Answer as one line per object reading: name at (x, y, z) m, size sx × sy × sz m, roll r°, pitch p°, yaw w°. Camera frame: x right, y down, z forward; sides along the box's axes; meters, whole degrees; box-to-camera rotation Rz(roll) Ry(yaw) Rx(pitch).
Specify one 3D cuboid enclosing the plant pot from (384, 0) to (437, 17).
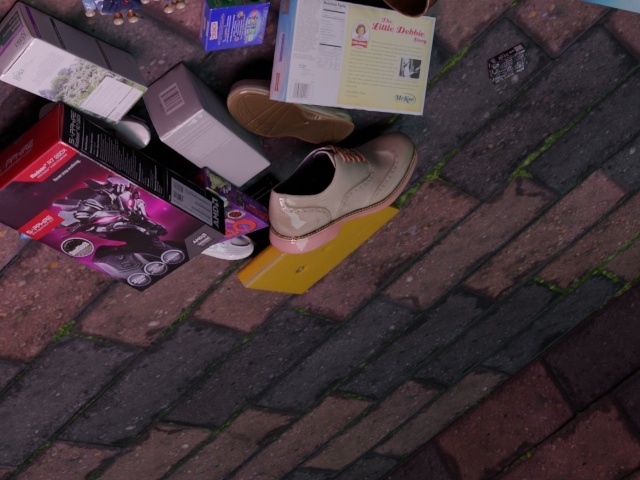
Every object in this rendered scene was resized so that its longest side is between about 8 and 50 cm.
plant pot at (0.189, -0.521, 1.682) m, size 0.230 × 0.215 × 0.215 m, roll -39°, pitch 149°, yaw -12°

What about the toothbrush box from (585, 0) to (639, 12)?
toothbrush box at (0.529, -0.534, 1.878) m, size 0.295 × 0.216 × 0.126 m, roll 2°, pitch 136°, yaw -37°

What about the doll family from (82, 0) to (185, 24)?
doll family at (-0.299, -0.399, 1.577) m, size 0.193 × 0.076 × 0.111 m, roll -20°, pitch 151°, yaw -9°

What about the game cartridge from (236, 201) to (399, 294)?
game cartridge at (0.000, 0.000, 2.303) m, size 0.323 × 0.053 × 0.285 m, roll -42°, pitch 159°, yaw 15°

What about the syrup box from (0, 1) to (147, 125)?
syrup box at (-0.402, -0.278, 1.639) m, size 0.093 × 0.096 × 0.236 m, roll -44°, pitch 144°, yaw 21°

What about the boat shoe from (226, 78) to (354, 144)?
boat shoe at (-0.061, -0.258, 1.923) m, size 0.302 × 0.098 × 0.109 m, roll 8°, pitch 146°, yaw -45°

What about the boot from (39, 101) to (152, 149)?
boot at (-0.387, -0.202, 1.781) m, size 0.189 × 0.086 × 0.069 m, roll 15°, pitch 107°, yaw -9°

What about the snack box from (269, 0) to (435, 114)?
snack box at (0.064, -0.333, 1.862) m, size 0.321 × 0.060 × 0.187 m, roll 0°, pitch 102°, yaw -37°

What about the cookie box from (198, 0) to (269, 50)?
cookie box at (-0.148, -0.375, 1.748) m, size 0.107 × 0.040 × 0.092 m, roll -13°, pitch 144°, yaw -24°

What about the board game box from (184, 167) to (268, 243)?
board game box at (-0.299, -0.030, 1.985) m, size 0.346 × 0.056 × 0.208 m, roll -19°, pitch 156°, yaw 26°

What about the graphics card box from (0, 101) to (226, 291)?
graphics card box at (-0.371, -0.061, 1.766) m, size 0.232 × 0.094 × 0.371 m, roll -32°, pitch 137°, yaw 27°

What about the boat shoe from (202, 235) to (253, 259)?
boat shoe at (-0.219, -0.010, 2.160) m, size 0.184 × 0.066 × 0.063 m, roll 14°, pitch 130°, yaw -24°

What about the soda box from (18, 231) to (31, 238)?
soda box at (-0.492, -0.098, 1.836) m, size 0.067 × 0.071 × 0.210 m, roll -1°, pitch 138°, yaw -32°

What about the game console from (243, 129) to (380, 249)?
game console at (-0.015, -0.115, 2.196) m, size 0.361 × 0.044 × 0.213 m, roll -36°, pitch 146°, yaw 10°

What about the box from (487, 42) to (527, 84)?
box at (0.397, -0.373, 2.176) m, size 0.083 × 0.018 × 0.067 m, roll -28°, pitch 147°, yaw -2°

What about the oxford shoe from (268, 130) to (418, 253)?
oxford shoe at (0.055, -0.128, 2.022) m, size 0.397 × 0.140 × 0.147 m, roll -40°, pitch 139°, yaw -34°

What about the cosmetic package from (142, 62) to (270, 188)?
cosmetic package at (-0.204, -0.201, 1.864) m, size 0.107 × 0.127 × 0.238 m, roll -34°, pitch 145°, yaw 10°
